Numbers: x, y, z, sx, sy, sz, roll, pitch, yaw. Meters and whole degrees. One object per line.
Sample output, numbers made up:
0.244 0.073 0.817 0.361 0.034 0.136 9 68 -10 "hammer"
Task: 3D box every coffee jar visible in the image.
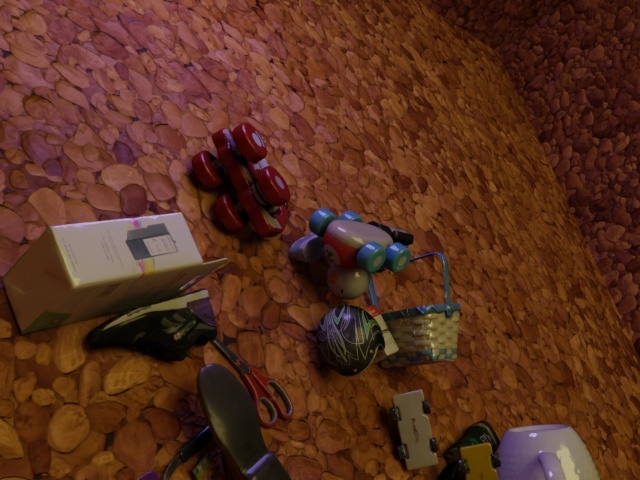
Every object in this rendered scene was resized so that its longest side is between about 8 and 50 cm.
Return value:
0.419 0.567 1.840 0.184 0.079 0.096 -21 77 -54 "coffee jar"

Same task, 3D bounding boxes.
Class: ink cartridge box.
-0.372 0.050 1.265 0.353 0.207 0.119 -10 70 -52 "ink cartridge box"
0.126 0.250 1.752 0.056 0.099 0.135 -13 71 -49 "ink cartridge box"

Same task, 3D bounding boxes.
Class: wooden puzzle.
-0.218 0.438 1.275 0.083 0.006 0.049 -47 125 -54 "wooden puzzle"

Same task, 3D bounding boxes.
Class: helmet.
0.069 0.242 1.644 0.169 0.169 0.161 63 21 12 "helmet"

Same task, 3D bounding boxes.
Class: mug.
0.573 0.638 1.676 0.374 0.276 0.328 47 36 -75 "mug"

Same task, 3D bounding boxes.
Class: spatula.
-0.264 0.412 1.235 0.296 0.030 0.084 -40 116 -58 "spatula"

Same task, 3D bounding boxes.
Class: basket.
0.241 0.190 1.813 0.201 0.255 0.289 -2 82 -47 "basket"

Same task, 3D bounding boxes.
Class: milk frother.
0.202 0.028 2.041 0.134 0.129 0.143 13 95 -41 "milk frother"

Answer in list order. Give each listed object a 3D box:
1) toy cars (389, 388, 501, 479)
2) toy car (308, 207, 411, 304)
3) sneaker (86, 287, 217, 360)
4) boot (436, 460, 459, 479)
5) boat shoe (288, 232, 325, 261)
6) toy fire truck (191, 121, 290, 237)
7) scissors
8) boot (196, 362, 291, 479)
0.316 0.533 1.689 0.393 0.176 0.087 38 -3 5 "toy cars"
0.069 0.072 1.734 0.219 0.238 0.210 36 21 36 "toy car"
-0.310 0.183 1.320 0.283 0.107 0.124 -15 82 -49 "sneaker"
0.345 0.639 1.727 0.099 0.045 0.121 53 43 2 "boot"
0.000 0.001 1.828 0.227 0.081 0.079 -24 108 -48 "boat shoe"
-0.166 -0.149 1.720 0.302 0.169 0.254 62 18 9 "toy fire truck"
-0.163 0.278 1.478 0.297 0.021 0.109 55 38 3 "scissors"
-0.171 0.387 1.295 0.112 0.115 0.305 -20 79 -46 "boot"
